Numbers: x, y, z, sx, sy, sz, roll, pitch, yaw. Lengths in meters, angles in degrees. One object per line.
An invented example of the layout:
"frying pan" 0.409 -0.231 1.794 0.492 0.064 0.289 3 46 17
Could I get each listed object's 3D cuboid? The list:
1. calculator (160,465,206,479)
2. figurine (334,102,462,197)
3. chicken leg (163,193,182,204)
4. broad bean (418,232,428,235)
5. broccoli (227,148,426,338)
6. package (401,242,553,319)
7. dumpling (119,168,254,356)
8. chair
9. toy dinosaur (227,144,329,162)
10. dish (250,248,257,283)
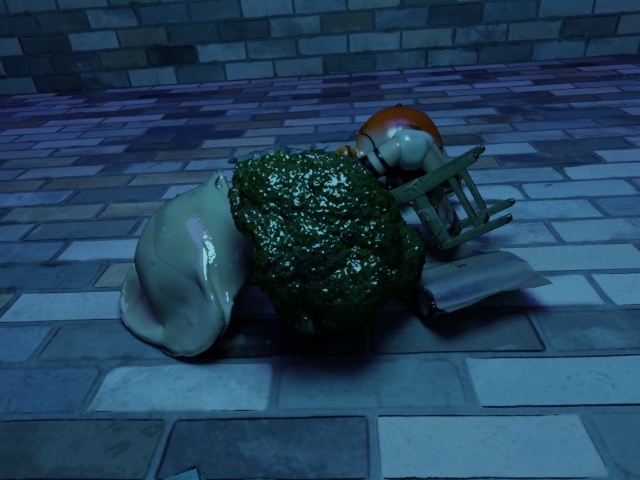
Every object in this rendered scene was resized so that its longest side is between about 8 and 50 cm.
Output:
"calculator" -0.131 0.311 0.486 0.057 0.018 0.172 -17 34 -18
"figurine" 0.197 -0.219 1.154 0.321 0.195 0.323 9 26 -4
"chicken leg" -0.298 -0.063 1.118 0.205 0.053 0.093 6 54 30
"broad bean" 0.109 -0.074 1.078 0.098 0.055 0.318 -9 35 -28
"broccoli" 0.000 0.000 0.739 0.304 0.283 0.321 -5 61 -33
"package" 0.232 0.064 0.826 0.204 0.062 0.251 -14 19 -15
"dumpling" -0.240 0.043 0.822 0.260 0.340 0.181 -29 -19 20
"chair" 0.214 -0.055 0.910 0.271 0.147 0.136 -28 5 29
"toy dinosaur" -0.148 -0.232 1.362 0.330 0.076 0.144 -6 22 19
"dish" -0.085 -0.035 0.970 0.304 0.120 0.303 -4 31 3
